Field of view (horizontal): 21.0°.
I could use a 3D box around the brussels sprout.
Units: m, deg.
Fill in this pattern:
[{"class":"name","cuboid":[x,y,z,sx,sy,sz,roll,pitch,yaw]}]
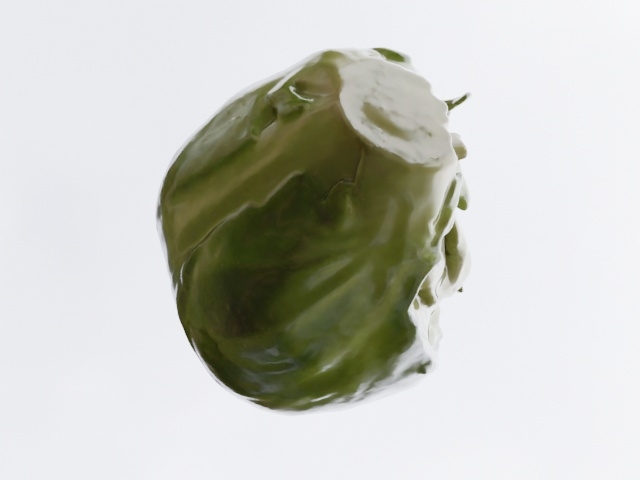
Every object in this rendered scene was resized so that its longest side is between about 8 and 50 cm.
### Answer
[{"class":"brussels sprout","cuboid":[0.000,0.000,1.640,0.276,0.315,0.371,-93,-171,-45]}]
